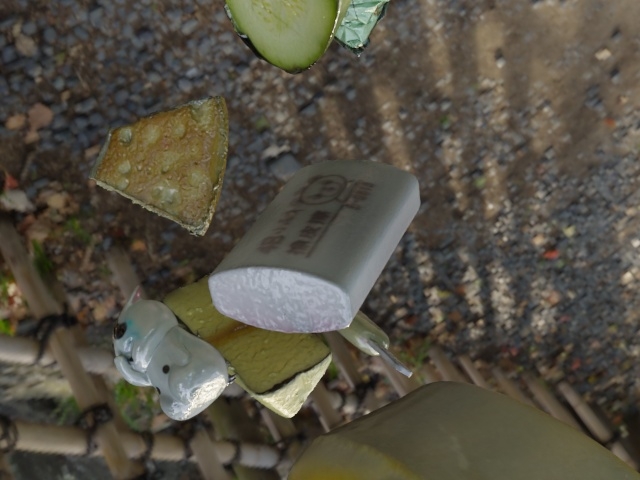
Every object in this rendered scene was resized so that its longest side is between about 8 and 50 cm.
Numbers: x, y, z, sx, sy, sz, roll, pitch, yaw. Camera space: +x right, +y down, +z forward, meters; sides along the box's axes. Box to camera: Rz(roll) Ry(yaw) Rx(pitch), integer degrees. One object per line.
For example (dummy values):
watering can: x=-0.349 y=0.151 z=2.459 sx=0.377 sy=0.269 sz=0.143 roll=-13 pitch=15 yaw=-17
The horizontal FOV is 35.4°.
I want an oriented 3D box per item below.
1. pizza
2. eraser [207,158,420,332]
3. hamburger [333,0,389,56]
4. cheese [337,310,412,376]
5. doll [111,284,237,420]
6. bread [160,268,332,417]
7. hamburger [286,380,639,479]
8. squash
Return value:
pizza: x=-0.219 y=-0.128 z=1.481 sx=0.080 sy=0.188 sz=0.204 roll=52 pitch=58 yaw=-83
eraser: x=0.000 y=0.000 z=1.219 sx=0.270 sy=0.174 sz=0.094 roll=-55 pitch=142 yaw=-50
hamburger: x=0.049 y=-0.467 z=1.640 sx=0.150 sy=0.260 sz=0.276 roll=14 pitch=134 yaw=-44
cheese: x=0.064 y=0.128 z=1.308 sx=0.097 sy=0.192 sz=0.037 roll=34 pitch=92 yaw=-32
doll: x=-0.209 y=0.156 z=1.354 sx=0.107 sy=0.181 sz=0.110 roll=-40 pitch=163 yaw=-48
bread: x=-0.129 y=0.167 z=1.624 sx=0.178 sy=0.266 sz=0.141 roll=-14 pitch=132 yaw=-46
hamburger: x=0.070 y=0.200 z=0.512 sx=0.151 sy=0.227 sz=0.295 roll=-44 pitch=157 yaw=-26
squash: x=-0.060 y=-0.322 z=1.424 sx=0.155 sy=0.237 sz=0.204 roll=-60 pitch=157 yaw=12
